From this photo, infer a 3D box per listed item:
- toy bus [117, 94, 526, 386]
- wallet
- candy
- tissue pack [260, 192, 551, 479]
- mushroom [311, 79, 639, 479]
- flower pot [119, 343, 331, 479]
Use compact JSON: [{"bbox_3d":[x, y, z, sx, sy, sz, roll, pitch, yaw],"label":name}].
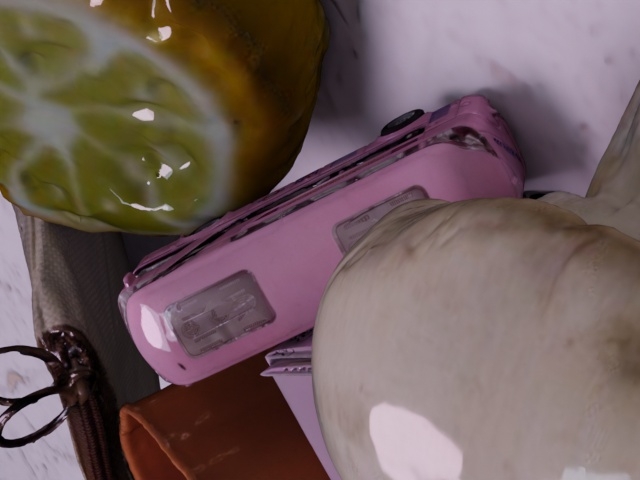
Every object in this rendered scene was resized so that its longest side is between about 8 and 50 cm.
[{"bbox_3d":[0.000,0.000,0.927,0.203,0.090,0.063,-26,103,16],"label":"toy bus"},{"bbox_3d":[-0.145,0.066,1.201,0.335,0.068,0.275,76,-177,-52],"label":"wallet"},{"bbox_3d":[-0.126,-0.103,0.985,0.260,0.118,0.260,10,144,7],"label":"candy"},{"bbox_3d":[0.096,0.120,0.952,0.092,0.148,0.246,-6,116,56],"label":"tissue pack"},{"bbox_3d":[0.134,0.042,0.769,0.260,0.234,0.254,24,180,-1],"label":"mushroom"},{"bbox_3d":[0.009,0.132,1.047,0.190,0.173,0.190,53,160,28],"label":"flower pot"}]
